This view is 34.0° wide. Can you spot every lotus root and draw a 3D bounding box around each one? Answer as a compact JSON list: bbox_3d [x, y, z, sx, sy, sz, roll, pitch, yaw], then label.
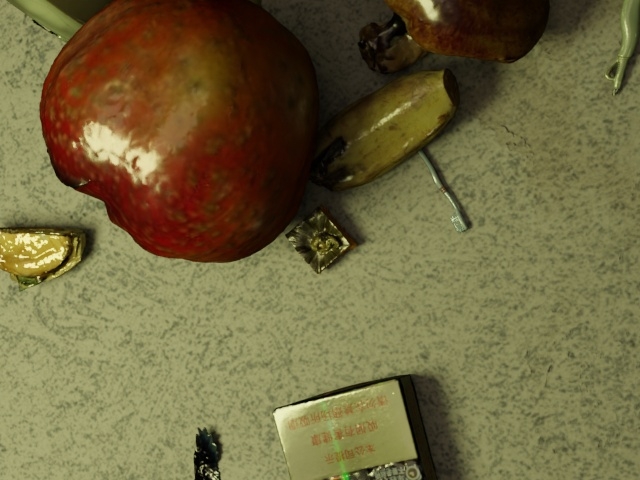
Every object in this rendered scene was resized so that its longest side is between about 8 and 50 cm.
[{"bbox_3d":[0.088,-0.155,1.484,0.258,0.097,0.110,-30,113,24],"label":"lotus root"}]

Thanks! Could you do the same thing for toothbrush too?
[{"bbox_3d":[0.161,-0.097,1.511,0.019,0.013,0.193,-32,81,23],"label":"toothbrush"}]

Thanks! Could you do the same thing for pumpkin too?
[{"bbox_3d":[0.000,0.000,1.541,0.074,0.054,0.083,-43,83,17],"label":"pumpkin"}]

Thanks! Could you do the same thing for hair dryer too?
[{"bbox_3d":[0.457,-0.307,1.406,0.167,0.067,0.199,-10,97,12],"label":"hair dryer"}]

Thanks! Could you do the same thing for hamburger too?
[{"bbox_3d":[-0.457,0.026,1.674,0.176,0.087,0.102,1,102,10],"label":"hamburger"}]

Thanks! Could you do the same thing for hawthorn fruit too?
[{"bbox_3d":[-0.174,-0.184,1.429,0.403,0.403,0.402,0,89,18],"label":"hawthorn fruit"}]

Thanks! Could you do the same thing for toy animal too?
[{"bbox_3d":[-0.183,0.396,1.598,0.108,0.062,0.220,13,94,35],"label":"toy animal"}]

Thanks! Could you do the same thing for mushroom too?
[{"bbox_3d":[0.171,-0.363,1.428,0.255,0.267,0.267,10,93,51],"label":"mushroom"}]

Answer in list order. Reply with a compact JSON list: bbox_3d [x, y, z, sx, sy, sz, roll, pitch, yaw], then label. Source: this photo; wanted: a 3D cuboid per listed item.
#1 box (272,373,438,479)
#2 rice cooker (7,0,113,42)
[{"bbox_3d":[0.068,0.363,1.499,0.198,0.084,0.310,-17,84,16],"label":"box"},{"bbox_3d":[-0.337,-0.482,1.525,0.335,0.335,0.325,42,101,14],"label":"rice cooker"}]
